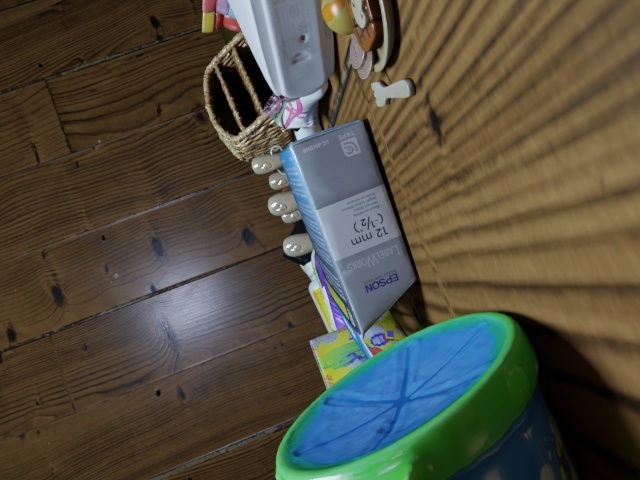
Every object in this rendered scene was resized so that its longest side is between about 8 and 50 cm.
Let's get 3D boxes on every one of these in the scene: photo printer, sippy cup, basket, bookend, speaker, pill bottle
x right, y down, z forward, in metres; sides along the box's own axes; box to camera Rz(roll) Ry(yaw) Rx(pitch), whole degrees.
[{"bbox_3d":[-0.085,-0.387,0.670,0.256,0.107,0.308,79,169,-58],"label":"photo printer"},{"bbox_3d":[0.117,0.215,0.416,0.224,0.305,0.240,58,146,0],"label":"sippy cup"},{"bbox_3d":[-0.227,-0.410,1.407,0.223,0.213,0.299,81,167,-68],"label":"basket"},{"bbox_3d":[0.000,0.000,1.329,0.072,0.156,0.157,92,-160,-76],"label":"bookend"},{"bbox_3d":[-0.031,-0.241,0.950,0.055,0.055,0.136,-121,11,-61],"label":"speaker"},{"bbox_3d":[0.042,0.138,1.211,0.209,0.117,0.117,64,174,8],"label":"pill bottle"}]

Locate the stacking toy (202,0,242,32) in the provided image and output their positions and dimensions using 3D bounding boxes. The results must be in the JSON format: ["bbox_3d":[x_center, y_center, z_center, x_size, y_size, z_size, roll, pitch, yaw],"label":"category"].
[{"bbox_3d":[-0.214,-0.662,1.200,0.309,0.130,0.280,-137,52,-71],"label":"stacking toy"}]

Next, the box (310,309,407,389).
[{"bbox_3d":[0.126,0.340,0.903,0.290,0.176,0.279,-120,10,-62],"label":"box"}]

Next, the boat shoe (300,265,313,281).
[{"bbox_3d":[0.013,0.095,1.591,0.098,0.109,0.303,-2,113,42],"label":"boat shoe"}]

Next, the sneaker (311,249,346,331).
[{"bbox_3d":[0.069,0.123,1.080,0.294,0.102,0.146,64,160,9],"label":"sneaker"}]

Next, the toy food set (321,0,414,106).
[{"bbox_3d":[0.032,-0.223,0.481,0.132,0.038,0.192,-131,21,-74],"label":"toy food set"}]

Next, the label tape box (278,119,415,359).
[{"bbox_3d":[0.049,0.001,0.782,0.249,0.115,0.348,-138,25,-79],"label":"label tape box"}]

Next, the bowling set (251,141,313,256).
[{"bbox_3d":[-0.043,-0.124,1.226,0.200,0.154,0.287,-80,-27,-63],"label":"bowling set"}]

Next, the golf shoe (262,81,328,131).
[{"bbox_3d":[-0.028,-0.238,0.846,0.086,0.068,0.186,34,165,-23],"label":"golf shoe"}]
